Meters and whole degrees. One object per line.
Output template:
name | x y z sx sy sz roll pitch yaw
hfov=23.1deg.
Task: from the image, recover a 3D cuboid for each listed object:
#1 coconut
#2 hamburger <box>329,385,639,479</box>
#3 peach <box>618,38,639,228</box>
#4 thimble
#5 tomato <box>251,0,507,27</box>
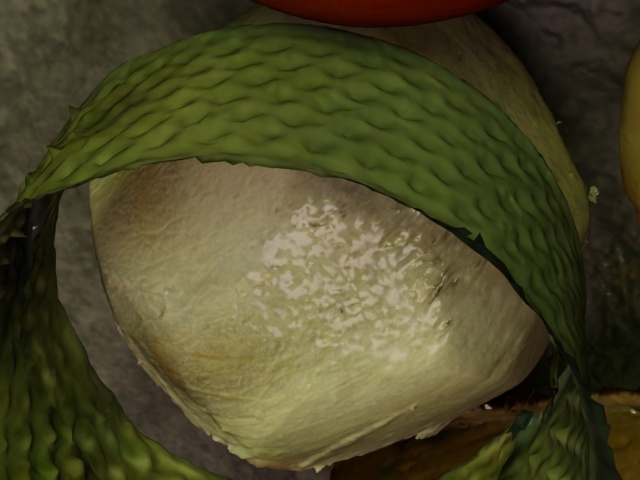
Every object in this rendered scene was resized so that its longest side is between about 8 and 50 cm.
coconut | 0.000 0.000 0.833 0.247 0.245 0.245 -33 109 31
hamburger | 0.171 0.259 0.889 0.445 0.287 0.268 -9 129 45
peach | 0.230 -0.056 0.764 0.184 0.184 0.184 8 125 11
thimble | -0.014 0.056 0.646 0.270 0.150 0.271 4 119 7
tomato | 0.025 -0.244 0.615 0.321 0.321 0.322 8 125 11
